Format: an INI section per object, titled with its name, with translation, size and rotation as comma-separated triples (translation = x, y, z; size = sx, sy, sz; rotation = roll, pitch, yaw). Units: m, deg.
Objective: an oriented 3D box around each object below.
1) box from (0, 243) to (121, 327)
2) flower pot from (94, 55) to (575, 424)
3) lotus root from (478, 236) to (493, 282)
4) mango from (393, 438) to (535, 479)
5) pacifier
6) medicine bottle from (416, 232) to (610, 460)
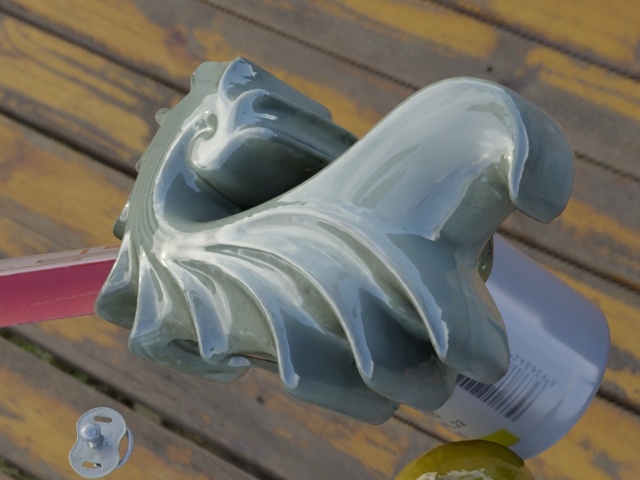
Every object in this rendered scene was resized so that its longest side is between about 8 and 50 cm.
[box]
translation = -0.254, 0.042, 1.254
size = 0.229, 0.123, 0.050
rotation = -8, 96, -2
[flower pot]
translation = 0.000, 0.000, 1.068
size = 0.368, 0.164, 0.254
rotation = 11, 80, 42
[lotus root]
translation = 0.116, -0.007, 1.164
size = 0.054, 0.049, 0.099
rotation = 0, 77, -19
[mango]
translation = 0.146, 0.302, 1.433
size = 0.142, 0.331, 0.195
rotation = 36, 84, 23
[pacifier]
translation = -0.246, 0.222, 1.560
size = 0.068, 0.064, 0.083
rotation = 7, 65, 10
[medicine bottle]
translation = 0.122, 0.072, 1.498
size = 0.340, 0.208, 0.208
rotation = 34, 72, -20
